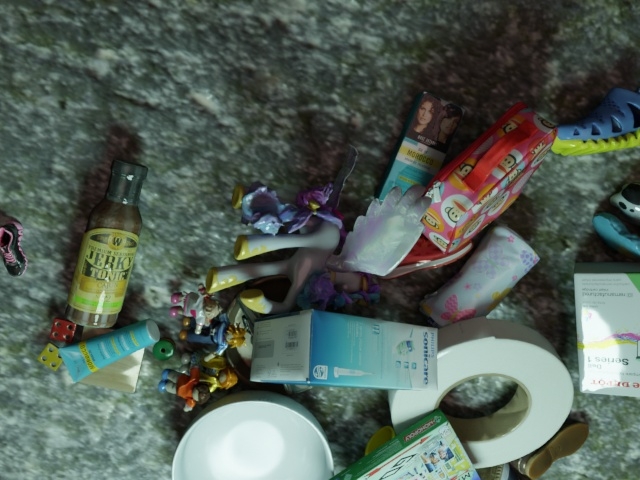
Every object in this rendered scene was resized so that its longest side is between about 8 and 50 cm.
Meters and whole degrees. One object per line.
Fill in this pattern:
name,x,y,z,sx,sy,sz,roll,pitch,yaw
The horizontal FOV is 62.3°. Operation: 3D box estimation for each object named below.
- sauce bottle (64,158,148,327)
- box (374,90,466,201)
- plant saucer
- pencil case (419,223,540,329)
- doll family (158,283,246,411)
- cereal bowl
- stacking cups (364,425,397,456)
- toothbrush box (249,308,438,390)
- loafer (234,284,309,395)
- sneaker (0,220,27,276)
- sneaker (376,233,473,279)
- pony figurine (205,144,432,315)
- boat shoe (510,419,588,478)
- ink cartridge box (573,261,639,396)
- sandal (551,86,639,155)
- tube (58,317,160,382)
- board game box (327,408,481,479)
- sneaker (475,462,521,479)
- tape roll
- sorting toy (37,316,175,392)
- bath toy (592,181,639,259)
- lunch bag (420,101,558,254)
sauce bottle,-0.433,0.005,1.088,0.112,0.111,0.344,15,98,-6
box,0.210,-0.183,1.131,0.101,0.060,0.244,21,97,-7
plant saucer,-0.081,0.207,1.179,0.278,0.041,0.277,-1,98,-4
pencil case,0.344,0.093,1.157,0.273,0.124,0.113,-47,142,4
doll family,-0.231,0.222,1.112,0.163,0.118,0.262,3,86,38
cereal bowl,-0.143,0.478,1.164,0.339,0.141,0.338,-1,99,-4
stacking cups,0.250,0.558,1.237,0.316,0.096,0.096,39,94,-13
toothbrush box,0.046,0.218,1.014,0.296,0.216,0.126,14,71,-30
loafer,-0.107,0.220,1.115,0.084,0.096,0.267,-35,102,8
sneaker,-0.647,0.021,1.103,0.047,0.057,0.119,-5,100,-5
sneaker,0.213,-0.004,1.147,0.221,0.087,0.127,-20,101,-2
pony figurine,0.000,0.000,1.028,0.364,0.303,0.350,8,114,-30
boat shoe,0.535,0.477,1.246,0.207,0.073,0.073,-20,102,-21
ink cartridge box,0.668,0.191,1.153,0.202,0.117,0.277,-2,100,27
sandal,0.628,-0.259,1.128,0.318,0.126,0.138,-12,96,-11
tube,-0.441,0.224,1.108,0.207,0.052,0.080,-23,88,5
board game box,0.167,0.522,1.126,0.317,0.046,0.213,-32,114,-3
sneaker,0.395,0.638,1.193,0.153,0.099,0.282,49,51,-15
tape roll,0.341,0.340,1.148,0.393,0.072,0.391,-1,120,-1
sorting toy,-0.462,0.248,1.154,0.275,0.046,0.132,14,97,-7
bath toy,0.775,-0.112,1.149,0.151,0.129,0.348,44,93,-9
lunch bag,0.318,-0.120,1.027,0.293,0.258,0.120,-41,72,-10
